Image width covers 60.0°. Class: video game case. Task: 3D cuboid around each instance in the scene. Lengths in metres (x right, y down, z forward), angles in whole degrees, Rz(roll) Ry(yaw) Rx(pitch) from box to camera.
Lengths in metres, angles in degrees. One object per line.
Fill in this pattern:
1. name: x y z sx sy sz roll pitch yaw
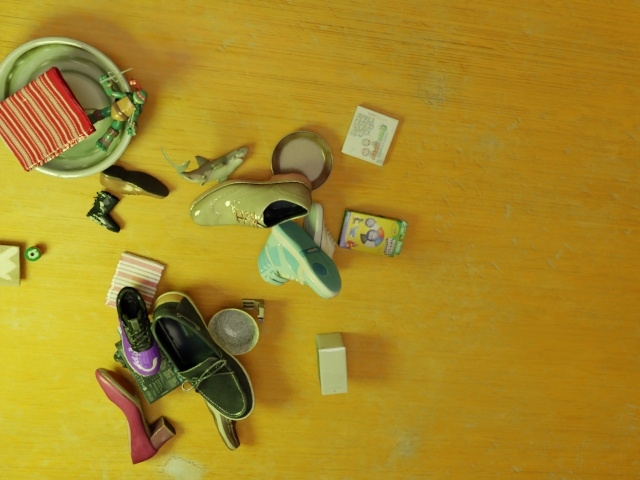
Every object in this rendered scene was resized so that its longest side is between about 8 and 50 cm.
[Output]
1. video game case: 0.159 -0.336 1.787 0.143 0.019 0.157 18 102 -10

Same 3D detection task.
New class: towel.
1. towel: -0.610 0.145 1.822 0.144 0.029 0.197 20 98 -11
2. towel: -0.775 -0.330 1.536 0.275 0.031 0.198 -25 103 18

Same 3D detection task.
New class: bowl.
1. bowl: -0.285 0.290 1.859 0.170 0.080 0.170 1 109 3

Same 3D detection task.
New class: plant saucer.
1. plant saucer: -0.742 -0.387 1.632 0.401 0.100 0.400 -1 105 -6
2. plant saucer: -0.060 -0.252 1.775 0.199 0.036 0.198 -1 105 -5

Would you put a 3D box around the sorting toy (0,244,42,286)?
1. sorting toy: -1.020 0.071 1.746 0.275 0.046 0.132 5 104 -8

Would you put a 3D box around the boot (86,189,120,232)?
1. boot: -0.666 -0.093 1.746 0.121 0.045 0.099 33 96 -12

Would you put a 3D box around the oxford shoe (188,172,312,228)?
1. oxford shoe: -0.220 -0.104 1.712 0.397 0.146 0.140 -14 133 6

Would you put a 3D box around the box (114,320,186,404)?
1. box: -0.543 0.396 1.841 0.183 0.059 0.232 -31 108 -23

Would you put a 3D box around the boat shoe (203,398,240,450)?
1. boat shoe: -0.323 0.612 1.938 0.095 0.095 0.257 -23 105 -6

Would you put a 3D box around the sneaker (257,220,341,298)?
1. sneaker: -0.077 0.104 1.763 0.127 0.319 0.208 -4 137 -48

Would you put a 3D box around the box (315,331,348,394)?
1. box: 0.038 0.422 1.908 0.091 0.130 0.170 -4 105 -4

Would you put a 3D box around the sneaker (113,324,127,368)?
1. sneaker: -0.662 0.360 1.852 0.085 0.058 0.152 -27 112 -8

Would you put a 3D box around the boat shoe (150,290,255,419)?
1. boat shoe: -0.381 0.394 1.777 0.187 0.156 0.500 -27 106 9

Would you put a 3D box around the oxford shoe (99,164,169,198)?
1. oxford shoe: -0.581 -0.170 1.733 0.212 0.076 0.076 19 131 -13

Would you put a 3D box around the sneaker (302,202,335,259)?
1. sneaker: 0.000 0.000 1.830 0.091 0.094 0.258 -6 107 -30

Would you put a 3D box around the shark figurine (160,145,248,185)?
1. shark figurine: -0.371 -0.229 1.700 0.116 0.278 0.166 50 130 21

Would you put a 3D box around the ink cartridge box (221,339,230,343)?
1. ink cartridge box: -0.347 0.375 1.906 0.048 0.028 0.083 24 100 -11

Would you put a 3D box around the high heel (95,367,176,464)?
1. high heel: -0.672 0.601 1.872 0.181 0.127 0.377 -39 109 -7

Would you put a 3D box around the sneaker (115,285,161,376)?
1. sneaker: -0.571 0.277 1.713 0.102 0.146 0.293 -17 80 -23

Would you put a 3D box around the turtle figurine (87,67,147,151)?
1. turtle figurine: -0.559 -0.362 1.549 0.234 0.118 0.175 -34 89 19

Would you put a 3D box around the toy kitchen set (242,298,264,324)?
1. toy kitchen set: -0.226 0.242 1.857 0.075 0.083 0.068 3 103 -7

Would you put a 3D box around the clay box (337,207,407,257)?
1. clay box: 0.179 -0.022 1.851 0.222 0.053 0.127 11 103 -8
